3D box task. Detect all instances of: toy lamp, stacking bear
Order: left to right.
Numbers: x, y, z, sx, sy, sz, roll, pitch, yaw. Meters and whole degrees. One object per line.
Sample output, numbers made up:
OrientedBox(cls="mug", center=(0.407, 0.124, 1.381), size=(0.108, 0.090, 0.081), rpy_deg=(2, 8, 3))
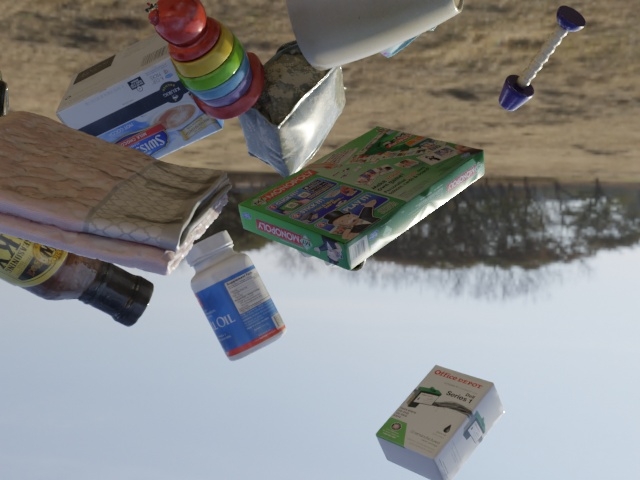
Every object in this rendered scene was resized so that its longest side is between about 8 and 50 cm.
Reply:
OrientedBox(cls="stacking bear", center=(-0.248, -0.401, 1.663), size=(0.175, 0.164, 0.289), rpy_deg=(-30, 142, 6))
OrientedBox(cls="toy lamp", center=(0.506, -0.412, 1.842), size=(0.080, 0.080, 0.274), rpy_deg=(0, 145, -28))

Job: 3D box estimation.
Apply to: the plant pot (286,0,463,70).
OrientedBox(cls="plant pot", center=(0.111, -0.457, 1.434), size=(0.274, 0.256, 0.256), rpy_deg=(-4, -179, 23))

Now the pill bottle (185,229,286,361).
OrientedBox(cls="pill bottle", center=(-0.163, 0.099, 1.459), size=(0.124, 0.221, 0.124), rpy_deg=(-28, 180, 0))

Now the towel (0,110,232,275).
OrientedBox(cls="towel", center=(-0.279, -0.070, 0.915), size=(0.317, 0.053, 0.332), rpy_deg=(16, -163, -1))

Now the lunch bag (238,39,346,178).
OrientedBox(cls="lunch bag", center=(-0.052, -0.335, 1.897), size=(0.169, 0.287, 0.235), rpy_deg=(35, 161, 21))

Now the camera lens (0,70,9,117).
OrientedBox(cls="camera lens", center=(-0.735, -0.236, 1.485), size=(0.274, 0.219, 0.219), rpy_deg=(2, -177, -17))

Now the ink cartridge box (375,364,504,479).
OrientedBox(cls="ink cartridge box", center=(0.246, 0.371, 1.622), size=(0.160, 0.092, 0.219), rpy_deg=(11, -135, 46))

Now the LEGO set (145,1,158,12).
OrientedBox(cls="LEGO set", center=(-0.307, -0.462, 1.506), size=(0.054, 0.083, 0.023), rpy_deg=(5, 156, 44))

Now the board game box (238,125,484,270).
OrientedBox(cls="board game box", center=(0.066, -0.077, 1.182), size=(0.214, 0.046, 0.317), rpy_deg=(20, -139, 41))

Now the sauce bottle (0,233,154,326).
OrientedBox(cls="sauce bottle", center=(-0.377, 0.004, 1.018), size=(0.344, 0.111, 0.111), rpy_deg=(31, 171, -25))

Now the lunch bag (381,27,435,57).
OrientedBox(cls="lunch bag", center=(0.215, -0.650, 2.144), size=(0.262, 0.160, 0.223), rpy_deg=(-31, 154, 21))

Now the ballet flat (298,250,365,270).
OrientedBox(cls="ballet flat", center=(0.000, 0.000, 1.946), size=(0.123, 0.123, 0.349), rpy_deg=(5, 169, 41))

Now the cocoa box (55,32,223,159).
OrientedBox(cls="cocoa box", center=(-0.438, -0.352, 2.001), size=(0.347, 0.228, 0.231), rpy_deg=(-22, -145, 15))
